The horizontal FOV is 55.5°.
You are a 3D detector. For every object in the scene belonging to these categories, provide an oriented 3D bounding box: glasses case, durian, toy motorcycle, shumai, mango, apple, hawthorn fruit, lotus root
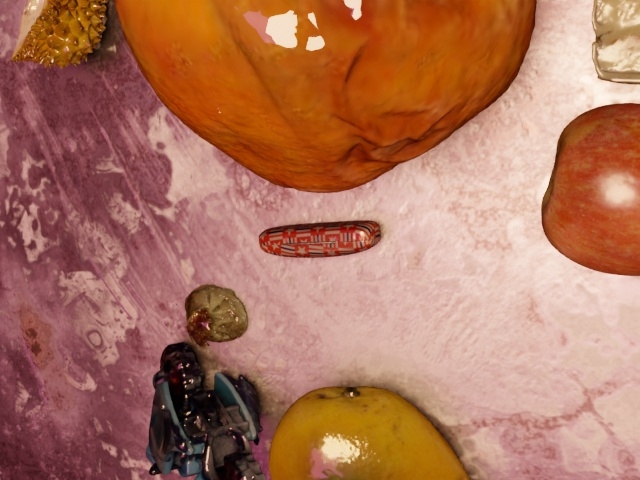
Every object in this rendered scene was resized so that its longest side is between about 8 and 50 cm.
[{"bbox_3d":[0.000,0.000,0.925,0.194,0.073,0.049,-3,99,28],"label":"glasses case"},{"bbox_3d":[-0.429,-0.415,1.032,0.138,0.183,0.250,9,104,-12],"label":"durian"},{"bbox_3d":[-0.188,0.355,1.013,0.416,0.172,0.232,39,125,48],"label":"toy motorcycle"},{"bbox_3d":[-0.197,0.136,1.047,0.123,0.087,0.099,10,106,27],"label":"shumai"},{"bbox_3d":[0.086,0.371,0.881,0.253,0.182,0.365,-42,88,10],"label":"mango"},{"bbox_3d":[0.343,-0.053,0.675,0.173,0.188,0.188,15,107,12],"label":"apple"},{"bbox_3d":[0.007,-0.263,0.668,0.471,0.472,0.472,6,103,26],"label":"hawthorn fruit"},{"bbox_3d":[0.363,-0.283,0.647,0.119,0.138,0.235,5,103,32],"label":"lotus root"}]
